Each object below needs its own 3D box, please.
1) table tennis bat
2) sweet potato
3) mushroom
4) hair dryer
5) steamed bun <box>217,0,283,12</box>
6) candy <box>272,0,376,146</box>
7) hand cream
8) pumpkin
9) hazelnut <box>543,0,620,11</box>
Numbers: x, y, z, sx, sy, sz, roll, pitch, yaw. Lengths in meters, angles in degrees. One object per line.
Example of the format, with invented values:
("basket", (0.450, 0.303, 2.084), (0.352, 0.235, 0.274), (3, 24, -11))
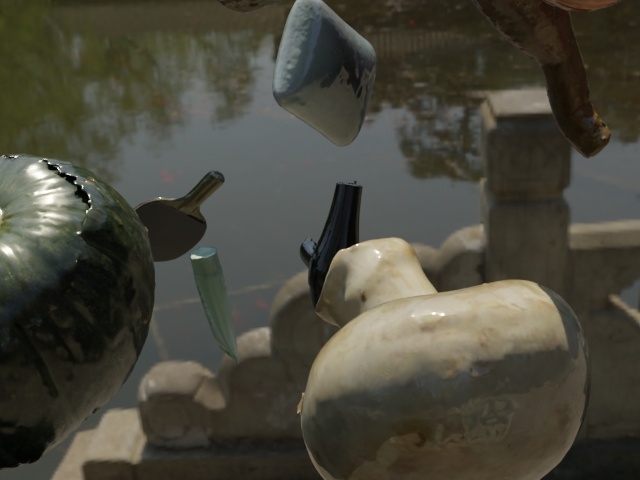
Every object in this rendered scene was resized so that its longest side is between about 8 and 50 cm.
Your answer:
("table tennis bat", (-0.249, -0.039, 1.697), (0.138, 0.246, 0.022), (25, 39, -34))
("sweet potato", (0.283, -0.286, 1.314), (0.109, 0.385, 0.109), (-33, 18, 12))
("mushroom", (0.110, 0.121, 0.989), (0.298, 0.297, 0.290), (-11, 57, -16))
("hair dryer", (0.000, 0.000, 1.778), (0.091, 0.235, 0.272), (7, 5, -21))
("steamed bun", (-0.134, -0.611, 1.826), (0.310, 0.324, 0.219), (-31, 40, 35))
("candy", (0.009, -0.198, 1.175), (0.071, 0.138, 0.174), (10, -8, 30))
("hand cream", (-0.177, 0.110, 1.687), (0.050, 0.204, 0.078), (-24, 26, -26))
("pumpkin", (-0.329, 0.063, 1.020), (0.292, 0.257, 0.327), (15, 48, 19))
("hazelnut", (0.251, -0.301, 0.976), (0.150, 0.150, 0.150), (-3, 23, 1))
